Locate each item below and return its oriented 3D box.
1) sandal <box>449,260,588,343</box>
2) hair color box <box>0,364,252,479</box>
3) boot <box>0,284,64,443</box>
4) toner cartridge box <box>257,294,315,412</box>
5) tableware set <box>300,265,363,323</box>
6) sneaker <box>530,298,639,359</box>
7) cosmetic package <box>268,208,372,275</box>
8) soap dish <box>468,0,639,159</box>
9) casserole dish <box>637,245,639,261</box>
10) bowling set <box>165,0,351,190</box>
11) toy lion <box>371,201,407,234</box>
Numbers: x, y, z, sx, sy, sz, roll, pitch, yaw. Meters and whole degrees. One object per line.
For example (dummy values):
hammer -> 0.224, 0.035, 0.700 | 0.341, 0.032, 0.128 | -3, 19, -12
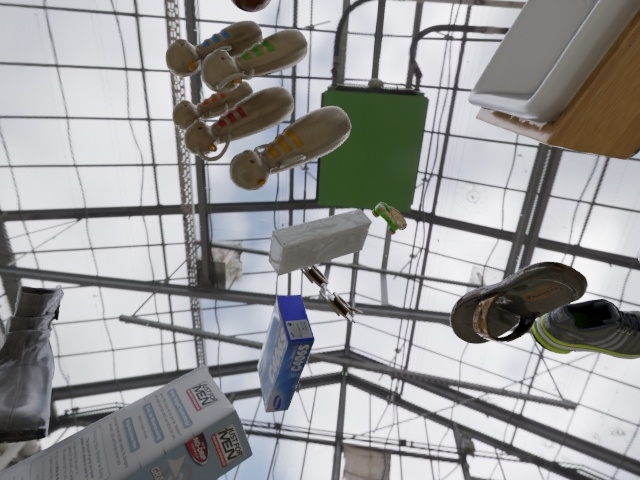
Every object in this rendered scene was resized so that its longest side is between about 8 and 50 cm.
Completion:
sandal -> 0.246, 0.100, 0.540 | 0.090, 0.060, 0.219 | 29, -34, -8
hair color box -> -0.330, 0.386, 0.707 | 0.374, 0.185, 0.113 | -24, -66, -27
boot -> -0.489, 0.179, 0.673 | 0.118, 0.338, 0.222 | 15, -101, -35
toner cartridge box -> -0.110, 0.334, 1.197 | 0.075, 0.165, 0.348 | 2, -51, -20
tableware set -> 0.026, 0.120, 1.033 | 0.039, 0.128, 0.194 | -44, -120, 4
sneaker -> 0.629, 0.187, 0.895 | 0.300, 0.111, 0.121 | -1, -38, -5
cosmetic package -> 0.000, 0.000, 0.964 | 0.239, 0.060, 0.099 | -15, -37, -28
soap dish -> 0.286, -0.210, 0.438 | 0.118, 0.291, 0.229 | 29, -68, -3
casserole dish -> 0.573, 0.028, 0.662 | 0.037, 0.114, 0.188 | -50, -35, 3
bowling set -> -0.113, -0.200, 0.479 | 0.154, 0.287, 0.200 | -34, -49, -24
toy lion -> 0.188, -0.063, 1.090 | 0.100, 0.096, 0.034 | 45, -58, -3
